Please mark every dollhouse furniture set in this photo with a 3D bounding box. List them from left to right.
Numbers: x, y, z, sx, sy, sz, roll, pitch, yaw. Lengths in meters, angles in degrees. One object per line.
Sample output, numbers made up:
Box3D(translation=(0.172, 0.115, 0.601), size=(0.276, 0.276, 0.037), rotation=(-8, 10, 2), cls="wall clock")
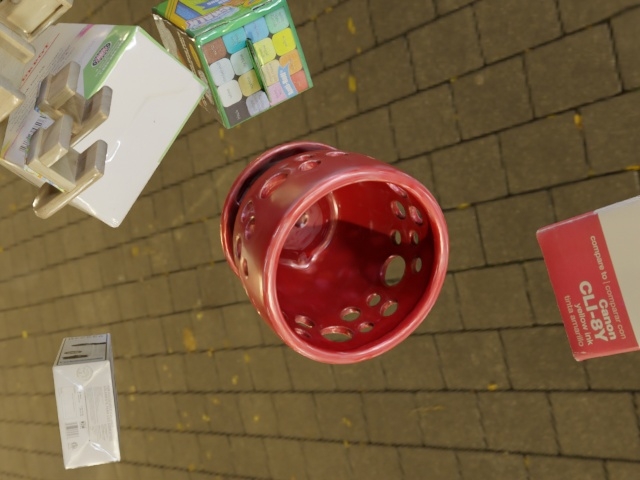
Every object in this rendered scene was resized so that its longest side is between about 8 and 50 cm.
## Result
Box3D(translation=(-0.321, -0.149, 0.832), size=(0.161, 0.212, 0.242), rotation=(-32, 42, 26), cls="dollhouse furniture set")

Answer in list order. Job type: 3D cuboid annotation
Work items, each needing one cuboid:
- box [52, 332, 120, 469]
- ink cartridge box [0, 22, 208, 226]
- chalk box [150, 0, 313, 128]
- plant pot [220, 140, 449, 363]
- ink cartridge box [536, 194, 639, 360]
Box3D(translation=(-0.391, 0.261, 1.566), size=(0.290, 0.087, 0.169), rotation=(-173, 76, -77), cls="box")
Box3D(translation=(-0.311, -0.160, 1.177), size=(0.353, 0.119, 0.207), rotation=(21, 77, 54), cls="ink cartridge box")
Box3D(translation=(-0.141, -0.327, 1.602), size=(0.289, 0.179, 0.180), rotation=(42, 156, 50), cls="chalk box")
Box3D(translation=(0.000, 0.000, 0.897), size=(0.174, 0.191, 0.191), rotation=(35, 125, 56), cls="plant pot")
Box3D(translation=(0.468, -0.002, 0.945), size=(0.384, 0.279, 0.160), rotation=(-24, 79, 54), cls="ink cartridge box")
